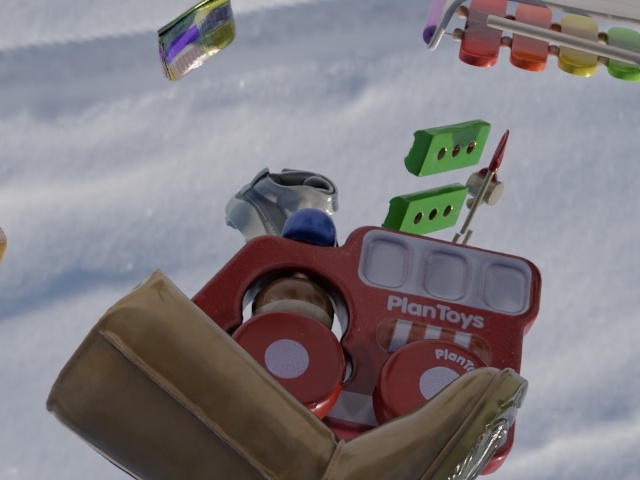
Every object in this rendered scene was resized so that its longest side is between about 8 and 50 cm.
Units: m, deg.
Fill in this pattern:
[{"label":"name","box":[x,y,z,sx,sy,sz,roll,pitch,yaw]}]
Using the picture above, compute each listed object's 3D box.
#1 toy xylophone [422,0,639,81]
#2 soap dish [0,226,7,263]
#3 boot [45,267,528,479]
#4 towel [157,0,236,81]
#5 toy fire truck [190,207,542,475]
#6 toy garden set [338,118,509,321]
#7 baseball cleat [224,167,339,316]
[{"label":"toy xylophone","box":[0.261,-0.213,1.726,0.323,0.236,0.081,15,118,11]},{"label":"soap dish","box":[-0.332,0.012,0.931,0.291,0.229,0.118,-3,101,-18]},{"label":"boot","box":[-0.028,0.110,1.152,0.269,0.089,0.236,39,94,16]},{"label":"towel","box":[-0.082,-0.137,1.122,0.060,0.009,0.083,-35,168,-10]},{"label":"toy fire truck","box":[0.031,0.092,1.432,0.302,0.254,0.169,12,142,0]},{"label":"toy garden set","box":[0.106,-0.013,1.639,0.049,0.204,0.244,31,115,28]},{"label":"baseball cleat","box":[0.000,0.000,1.713,0.109,0.072,0.206,-43,126,17]}]
